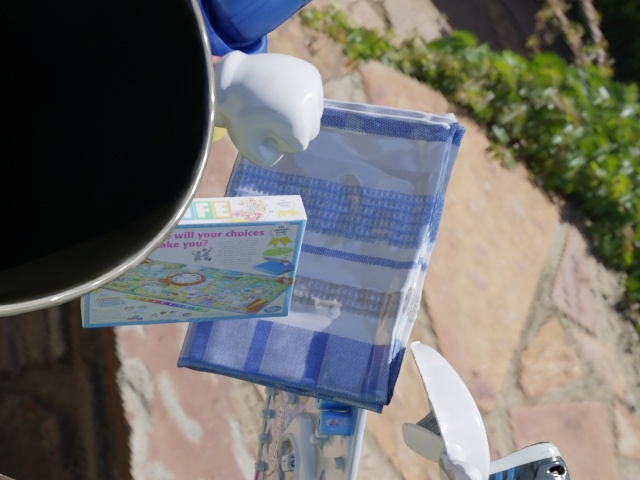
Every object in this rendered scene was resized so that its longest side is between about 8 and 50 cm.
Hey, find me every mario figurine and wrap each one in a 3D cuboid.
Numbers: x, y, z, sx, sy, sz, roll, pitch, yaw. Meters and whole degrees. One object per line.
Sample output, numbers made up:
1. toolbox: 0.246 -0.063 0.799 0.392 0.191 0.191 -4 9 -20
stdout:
1. mario figurine: -0.080 -0.081 0.734 0.170 0.320 0.198 56 6 11

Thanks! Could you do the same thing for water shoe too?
1. water shoe: 0.217 0.318 1.514 0.203 0.073 0.080 -23 67 -11

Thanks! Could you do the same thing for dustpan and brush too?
1. dustpan and brush: 0.105 0.170 1.002 0.060 0.211 0.147 -12 97 -17

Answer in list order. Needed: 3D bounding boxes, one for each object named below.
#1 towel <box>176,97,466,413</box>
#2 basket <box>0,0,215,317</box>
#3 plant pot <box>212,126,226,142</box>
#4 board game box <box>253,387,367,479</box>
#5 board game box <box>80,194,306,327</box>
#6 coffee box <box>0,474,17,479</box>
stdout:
1. towel: 0.000 0.000 1.118 0.034 0.209 0.285 60 44 -67
2. basket: -0.182 -0.039 0.354 0.204 0.227 0.154 15 68 -47
3. plant pot: -0.140 -0.151 1.276 0.134 0.134 0.095 -48 135 -53
4. board game box: -0.044 0.298 1.628 0.050 0.390 0.390 4 14 -17
5. board game box: -0.093 0.016 0.883 0.154 0.103 0.026 -2 45 -15
6. coffee box: -0.282 0.380 1.407 0.246 0.098 0.141 22 70 -8
